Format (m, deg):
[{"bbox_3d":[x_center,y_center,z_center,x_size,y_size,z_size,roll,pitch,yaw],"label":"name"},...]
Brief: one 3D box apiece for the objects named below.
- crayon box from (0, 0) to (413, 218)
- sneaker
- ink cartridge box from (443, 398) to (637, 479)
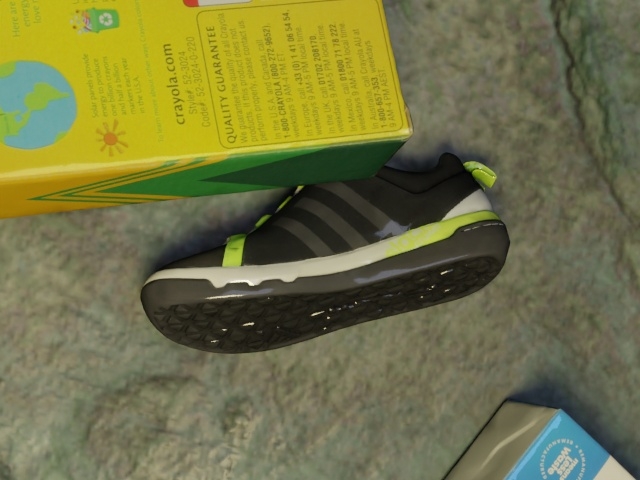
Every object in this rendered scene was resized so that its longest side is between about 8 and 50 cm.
[{"bbox_3d":[-0.126,-0.123,0.908,0.319,0.081,0.202,-6,76,-18],"label":"crayon box"},{"bbox_3d":[0.000,0.000,0.989,0.235,0.084,0.097,-10,63,-18],"label":"sneaker"},{"bbox_3d":[0.172,0.224,1.025,0.231,0.078,0.134,43,76,-13],"label":"ink cartridge box"}]
